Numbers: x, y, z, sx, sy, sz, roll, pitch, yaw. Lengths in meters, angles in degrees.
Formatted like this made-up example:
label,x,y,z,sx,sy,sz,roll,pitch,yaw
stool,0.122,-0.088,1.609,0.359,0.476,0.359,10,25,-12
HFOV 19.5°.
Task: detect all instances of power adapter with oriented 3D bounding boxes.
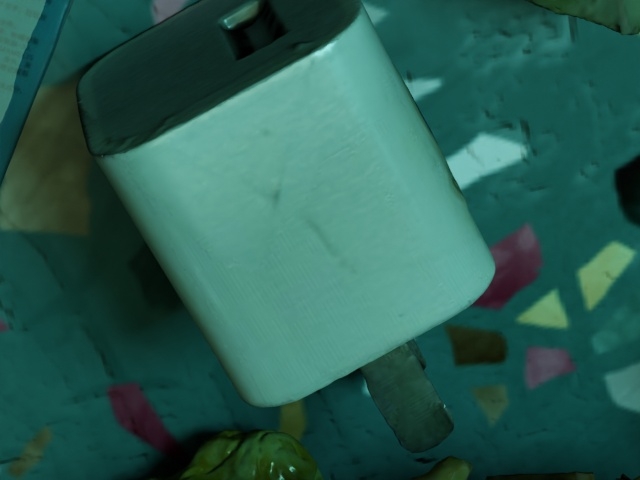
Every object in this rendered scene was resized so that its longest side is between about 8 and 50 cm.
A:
label,x,y,z,sx,sy,sz,roll,pitch,yaw
power adapter,0.000,0.000,0.799,0.125,0.130,0.205,-29,117,1

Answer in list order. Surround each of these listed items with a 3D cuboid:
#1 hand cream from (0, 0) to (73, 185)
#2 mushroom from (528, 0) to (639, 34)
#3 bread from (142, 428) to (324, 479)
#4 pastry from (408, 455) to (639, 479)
label,x,y,z,sx,sy,sz,roll,pitch,yaw
hand cream,-0.166,-0.048,0.796,0.083,0.048,0.224,16,103,-19
mushroom,0.093,-0.227,0.692,0.217,0.212,0.292,14,116,-26
bread,-0.157,0.202,0.884,0.367,0.084,0.077,-32,71,1
pastry,0.063,0.254,0.805,0.337,0.292,0.405,-39,161,26
